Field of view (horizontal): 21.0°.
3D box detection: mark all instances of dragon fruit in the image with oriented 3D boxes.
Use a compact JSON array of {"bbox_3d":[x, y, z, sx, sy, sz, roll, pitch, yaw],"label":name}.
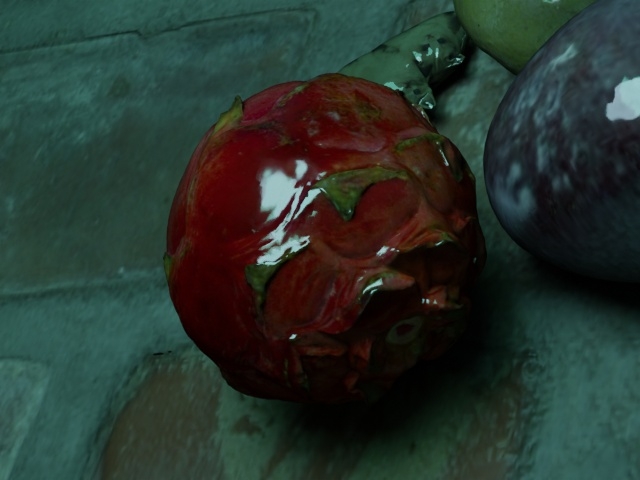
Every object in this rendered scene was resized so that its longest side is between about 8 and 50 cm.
[{"bbox_3d":[0.003,0.001,1.219,0.241,0.241,0.252,-14,60,21],"label":"dragon fruit"}]

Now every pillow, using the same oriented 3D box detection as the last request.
[{"bbox_3d":[0.028,-0.104,1.417,0.241,0.051,0.093,-31,38,3],"label":"pillow"}]

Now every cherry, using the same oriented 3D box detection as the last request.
[{"bbox_3d":[0.228,-0.073,1.176,0.266,0.183,0.213,-31,32,28],"label":"cherry"}]

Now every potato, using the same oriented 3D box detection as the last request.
[{"bbox_3d":[0.203,-0.215,1.337,0.178,0.160,0.235,29,49,4],"label":"potato"}]
